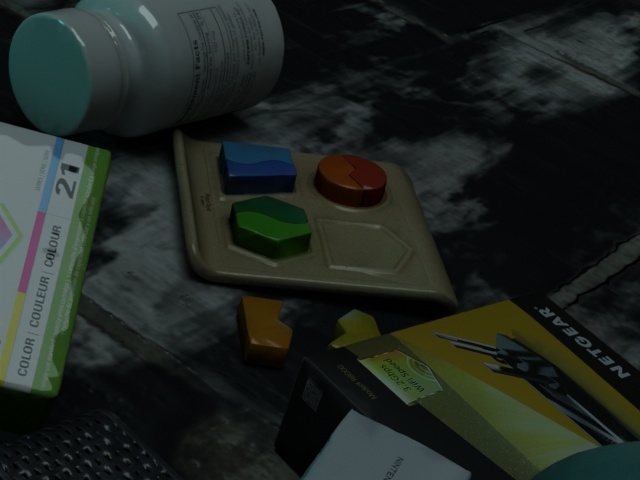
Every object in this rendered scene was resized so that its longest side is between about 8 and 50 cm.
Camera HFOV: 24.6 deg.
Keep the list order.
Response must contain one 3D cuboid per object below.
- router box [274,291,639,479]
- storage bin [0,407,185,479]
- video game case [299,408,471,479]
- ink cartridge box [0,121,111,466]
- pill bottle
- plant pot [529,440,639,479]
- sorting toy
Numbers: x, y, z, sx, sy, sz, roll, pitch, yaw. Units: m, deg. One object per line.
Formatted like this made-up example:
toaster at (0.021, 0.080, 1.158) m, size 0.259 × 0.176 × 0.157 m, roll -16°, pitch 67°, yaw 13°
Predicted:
router box at (0.160, 0.168, 0.949) m, size 0.243 × 0.081 × 0.309 m, roll -13°, pitch 42°, yaw -42°
storage bin at (-0.102, 0.185, 0.730) m, size 0.084 × 0.122 × 0.180 m, roll -16°, pitch 45°, yaw -45°
video game case at (-0.045, 0.233, 0.532) m, size 0.061 × 0.270 × 0.244 m, roll 25°, pitch 30°, yaw 11°
ink cartridge box at (-0.274, 0.009, 0.881) m, size 0.255 × 0.097 × 0.189 m, roll 15°, pitch 52°, yaw -13°
pill bottle at (-0.150, -0.159, 1.272) m, size 0.131 × 0.131 × 0.229 m, roll 35°, pitch 33°, yaw 26°
plant pot at (0.131, 0.266, 0.583) m, size 0.293 × 0.293 × 0.235 m, roll 32°, pitch 47°, yaw 22°
sorting toy at (0.000, 0.000, 1.180) m, size 0.229 × 0.041 × 0.307 m, roll 9°, pitch 31°, yaw -16°
